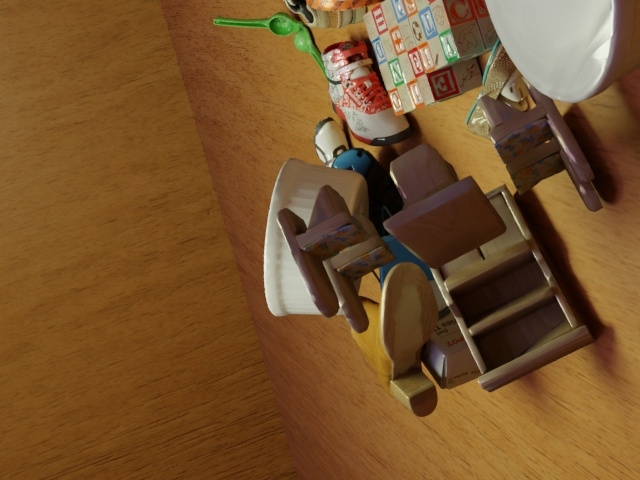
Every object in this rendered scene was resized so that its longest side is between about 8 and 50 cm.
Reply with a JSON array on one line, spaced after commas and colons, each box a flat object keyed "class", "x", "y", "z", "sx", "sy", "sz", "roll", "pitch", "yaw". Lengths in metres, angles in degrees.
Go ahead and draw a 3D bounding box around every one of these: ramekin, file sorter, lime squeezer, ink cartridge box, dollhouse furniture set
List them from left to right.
[{"class": "lime squeezer", "x": -0.067, "y": -0.424, "z": 2.270, "sx": 0.310, "sy": 0.110, "sz": 0.059, "roll": 32, "pitch": 133, "yaw": 16}, {"class": "ramekin", "x": 0.000, "y": 0.000, "z": 1.883, "sx": 0.277, "sy": 0.135, "sz": 0.277, "roll": 6, "pitch": -90, "yaw": -80}, {"class": "file sorter", "x": 0.162, "y": -0.006, "z": 1.848, "sx": 0.104, "sy": 0.170, "sz": 0.118, "roll": -120, "pitch": 18, "yaw": -47}, {"class": "ink cartridge box", "x": 0.223, "y": 0.135, "z": 1.841, "sx": 0.208, "sy": 0.153, "sz": 0.087, "roll": -126, "pitch": 24, "yaw": -43}, {"class": "dollhouse furniture set", "x": 0.205, "y": 0.032, "z": 1.432, "sx": 0.257, "sy": 0.362, "sz": 0.394, "roll": 66, "pitch": -168, "yaw": 21}, {"class": "ramekin", "x": 0.284, "y": -0.294, "z": 1.148, "sx": 0.273, "sy": 0.127, "sz": 0.273, "roll": 160, "pitch": 90, "yaw": -75}]

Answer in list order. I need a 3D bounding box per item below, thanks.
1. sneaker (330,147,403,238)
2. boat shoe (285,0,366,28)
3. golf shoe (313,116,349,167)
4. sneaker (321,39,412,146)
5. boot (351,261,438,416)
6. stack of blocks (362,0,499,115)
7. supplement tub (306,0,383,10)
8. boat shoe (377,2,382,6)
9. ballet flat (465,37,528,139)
[{"class": "sneaker", "x": 0.147, "y": -0.022, "z": 2.043, "sx": 0.341, "sy": 0.125, "sz": 0.139, "roll": 63, "pitch": -169, "yaw": 17}, {"class": "boat shoe", "x": -0.025, "y": -0.486, "z": 2.021, "sx": 0.302, "sy": 0.103, "sz": 0.113, "roll": -128, "pitch": 24, "yaw": -49}, {"class": "golf shoe", "x": 0.048, "y": -0.163, "z": 2.252, "sx": 0.094, "sy": 0.077, "sz": 0.198, "roll": 29, "pitch": 145, "yaw": 52}, {"class": "sneaker", "x": 0.075, "y": -0.274, "z": 1.962, "sx": 0.270, "sy": 0.090, "sz": 0.145, "roll": -130, "pitch": 23, "yaw": -58}, {"class": "boot", "x": 0.105, "y": 0.131, "z": 1.773, "sx": 0.211, "sy": 0.104, "sz": 0.295, "roll": 43, "pitch": 149, "yaw": 56}, {"class": "stack of blocks", "x": 0.172, "y": -0.295, "z": 1.605, "sx": 0.297, "sy": 0.087, "sz": 0.171, "roll": 174, "pitch": 77, "yaw": -74}, {"class": "supplement tub", "x": 0.026, "y": -0.522, "z": 1.634, "sx": 0.193, "sy": 0.193, "sz": 0.316, "roll": -133, "pitch": 27, "yaw": -55}, {"class": "boat shoe", "x": 0.121, "y": -0.345, "z": 1.809, "sx": 0.049, "sy": 0.040, "sz": 0.142, "roll": 91, "pitch": 154, "yaw": -52}, {"class": "ballet flat", "x": 0.256, "y": -0.207, "z": 1.501, "sx": 0.067, "sy": 0.073, "sz": 0.206, "roll": 36, "pitch": 157, "yaw": 14}]
